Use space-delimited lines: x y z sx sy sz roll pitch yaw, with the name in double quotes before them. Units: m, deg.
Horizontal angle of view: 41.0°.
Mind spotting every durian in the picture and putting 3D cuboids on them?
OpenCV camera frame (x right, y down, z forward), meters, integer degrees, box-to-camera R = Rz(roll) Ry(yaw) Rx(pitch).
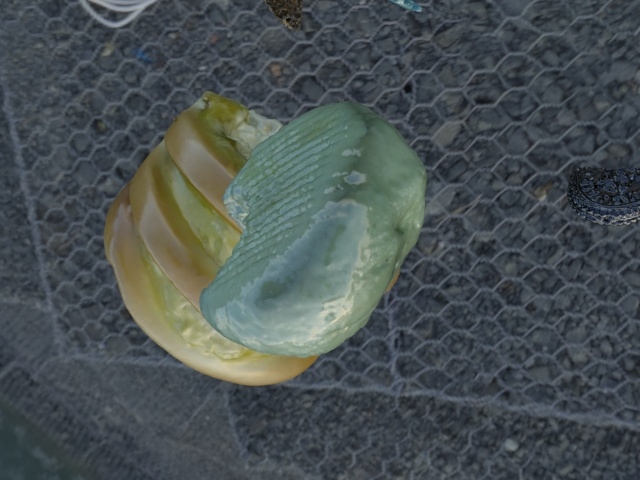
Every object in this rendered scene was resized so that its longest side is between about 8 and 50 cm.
"durian" -0.044 -0.324 1.068 0.052 0.066 0.130 -22 76 26

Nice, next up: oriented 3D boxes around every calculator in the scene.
"calculator" 0.062 -0.298 1.008 0.141 0.094 0.019 41 112 43

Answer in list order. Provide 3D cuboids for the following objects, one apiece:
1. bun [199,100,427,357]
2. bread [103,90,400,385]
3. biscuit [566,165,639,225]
"bun" 0.000 0.000 0.662 0.126 0.212 0.204 37 157 -25
"bread" -0.072 0.018 0.927 0.315 0.211 0.270 36 98 -28
"biscuit" 0.300 -0.051 0.877 0.089 0.087 0.027 45 163 42
